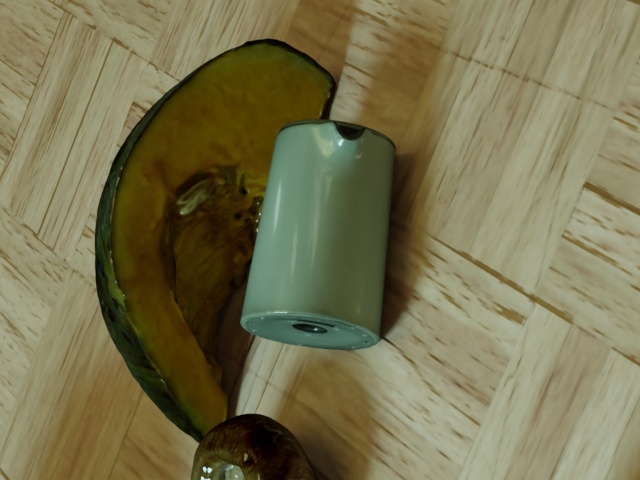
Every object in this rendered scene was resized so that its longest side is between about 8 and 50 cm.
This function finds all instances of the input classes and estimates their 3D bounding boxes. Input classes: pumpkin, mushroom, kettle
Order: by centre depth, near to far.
[{"bbox_3d":[-0.045,0.209,1.336,0.135,0.080,0.171,160,119,-64],"label":"mushroom"},{"bbox_3d":[0.005,0.000,1.354,0.098,0.127,0.148,0,72,21],"label":"kettle"},{"bbox_3d":[-0.125,-0.013,1.453,0.148,0.169,0.312,15,89,53],"label":"pumpkin"}]
